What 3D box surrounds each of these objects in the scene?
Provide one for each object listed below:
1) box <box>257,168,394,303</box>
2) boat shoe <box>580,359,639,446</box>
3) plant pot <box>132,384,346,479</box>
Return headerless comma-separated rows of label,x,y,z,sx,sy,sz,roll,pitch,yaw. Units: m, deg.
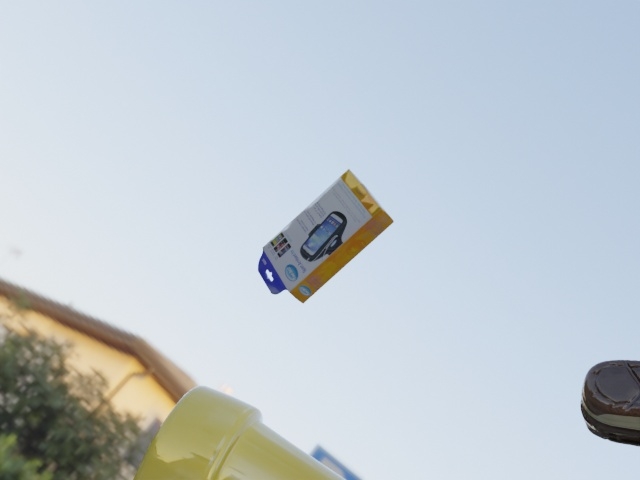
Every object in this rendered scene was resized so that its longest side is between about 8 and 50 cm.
box,0.000,0.000,0.931,0.028,0.136,0.081,40,10,-39
boat shoe,0.398,0.180,0.969,0.257,0.095,0.095,8,-42,15
plant pot,-0.084,0.330,1.129,0.239,0.254,0.254,19,-29,11
